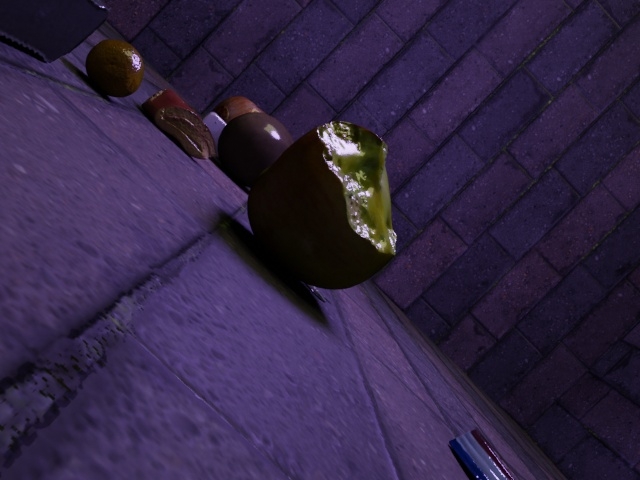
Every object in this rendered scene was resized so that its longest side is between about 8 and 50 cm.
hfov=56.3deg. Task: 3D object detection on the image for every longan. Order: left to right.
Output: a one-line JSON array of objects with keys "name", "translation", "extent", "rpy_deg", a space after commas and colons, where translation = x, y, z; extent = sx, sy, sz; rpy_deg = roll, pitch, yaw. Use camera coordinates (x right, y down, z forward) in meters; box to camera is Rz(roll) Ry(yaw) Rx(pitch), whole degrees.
[{"name": "longan", "translation": [-0.160, -0.226, 1.523], "extent": [0.196, 0.196, 0.220], "rpy_deg": [47, 11, 35]}]

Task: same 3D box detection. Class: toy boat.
[{"name": "toy boat", "translation": [0.228, 0.312, 0.734], "extent": [0.080, 0.046, 0.229], "rpy_deg": [40, 7, -28]}]

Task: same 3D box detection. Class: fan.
[{"name": "fan", "translation": [-0.003, 0.091, 1.008], "extent": [0.080, 0.003, 0.060], "rpy_deg": [44, 3, -16]}]

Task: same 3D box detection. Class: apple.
[{"name": "apple", "translation": [-0.230, -0.309, 1.732], "extent": [0.211, 0.188, 0.211], "rpy_deg": [41, 3, -2]}, {"name": "apple", "translation": [0.019, -0.047, 0.907], "extent": [0.226, 0.246, 0.246], "rpy_deg": [53, 2, -7]}]

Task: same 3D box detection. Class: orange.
[{"name": "orange", "translation": [-0.308, -0.258, 0.899], "extent": [0.085, 0.085, 0.095], "rpy_deg": [44, -5, -17]}]

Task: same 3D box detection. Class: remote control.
[{"name": "remote control", "translation": [-0.255, -0.258, 1.615], "extent": [0.190, 0.087, 0.029], "rpy_deg": [42, 5, -28]}]

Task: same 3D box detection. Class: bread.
[{"name": "bread", "translation": [-0.279, -0.238, 1.152], "extent": [0.192, 0.067, 0.119], "rpy_deg": [46, 3, 25]}]

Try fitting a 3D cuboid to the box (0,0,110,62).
[{"name": "box", "translation": [-0.343, -0.306, 0.618], "extent": [0.178, 0.138, 0.274], "rpy_deg": [49, 3, -6]}]
